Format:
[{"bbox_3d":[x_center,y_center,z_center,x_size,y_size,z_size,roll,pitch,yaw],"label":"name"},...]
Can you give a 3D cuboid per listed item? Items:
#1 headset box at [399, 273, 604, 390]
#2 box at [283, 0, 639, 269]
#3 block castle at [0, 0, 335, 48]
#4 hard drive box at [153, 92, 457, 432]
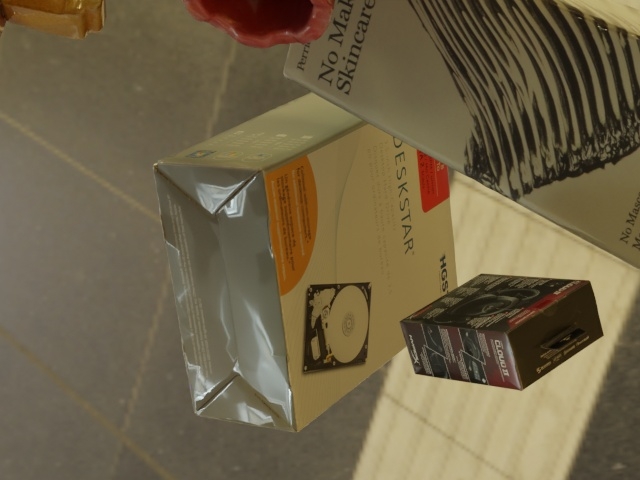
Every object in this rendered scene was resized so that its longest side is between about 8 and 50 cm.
[{"bbox_3d":[0.090,0.043,0.681,0.083,0.062,0.032,4,116,51],"label":"headset box"},{"bbox_3d":[0.111,-0.090,0.775,0.275,0.094,0.113,31,114,38],"label":"box"},{"bbox_3d":[-0.203,-0.247,0.693,0.303,0.453,0.213,96,-175,-64],"label":"block castle"},{"bbox_3d":[0.000,0.000,0.980,0.089,0.232,0.181,5,112,32],"label":"hard drive box"}]
